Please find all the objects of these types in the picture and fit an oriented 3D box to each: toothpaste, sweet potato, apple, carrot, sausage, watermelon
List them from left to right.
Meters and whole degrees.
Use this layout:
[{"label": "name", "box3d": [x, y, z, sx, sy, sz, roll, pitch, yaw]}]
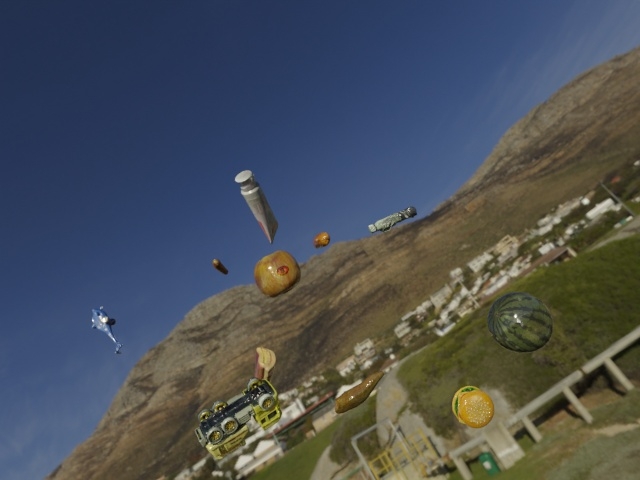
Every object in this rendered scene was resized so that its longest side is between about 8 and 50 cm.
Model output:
[{"label": "carrot", "box3d": [-0.359, 0.095, 1.643, 0.032, 0.032, 0.093, -32, -32, -2]}, {"label": "toothpaste", "box3d": [-0.175, -0.098, 1.347, 0.057, 0.089, 0.234, -7, -47, 21]}, {"label": "apple", "box3d": [-0.194, 0.150, 2.065, 0.211, 0.188, 0.211, -31, -5, -3]}, {"label": "sausage", "box3d": [0.000, 0.000, 1.959, 0.054, 0.062, 0.183, 14, -9, -15]}, {"label": "sweet potato", "box3d": [0.150, 0.591, 1.775, 0.243, 0.077, 0.077, -35, -24, 4]}, {"label": "watermelon", "box3d": [0.682, 0.281, 1.570, 0.212, 0.212, 0.212, -27, -25, -14]}]

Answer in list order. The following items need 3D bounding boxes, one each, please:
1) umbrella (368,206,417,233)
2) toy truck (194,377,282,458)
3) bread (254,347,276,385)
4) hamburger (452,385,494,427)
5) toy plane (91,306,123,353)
[{"label": "umbrella", "box3d": [0.263, -0.071, 1.662, 0.188, 0.050, 0.046, -23, -25, -9]}, {"label": "toy truck", "box3d": [-0.257, 0.585, 1.488, 0.272, 0.124, 0.157, -28, -62, -21]}, {"label": "bread", "box3d": [-0.193, 0.436, 1.607, 0.067, 0.119, 0.192, 0, -34, -13]}, {"label": "hamburger", "box3d": [0.613, 0.670, 1.849, 0.162, 0.162, 0.115, -30, -3, -8]}, {"label": "toy plane", "box3d": [-0.655, 0.274, 1.408, 0.062, 0.167, 0.054, -40, -15, -10]}]
